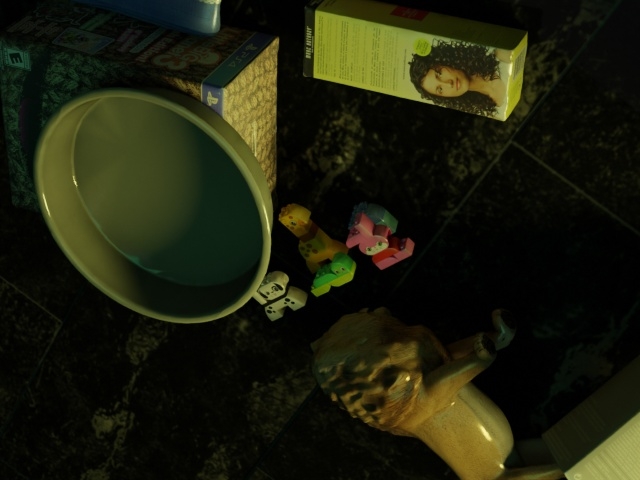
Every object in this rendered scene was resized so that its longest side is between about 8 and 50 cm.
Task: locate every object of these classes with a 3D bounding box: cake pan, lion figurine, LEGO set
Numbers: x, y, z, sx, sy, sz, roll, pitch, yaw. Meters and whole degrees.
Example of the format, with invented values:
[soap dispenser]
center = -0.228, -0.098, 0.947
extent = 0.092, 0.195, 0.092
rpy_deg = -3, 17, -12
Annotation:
[cake pan]
center = -0.178, -0.044, 1.579
extent = 0.293, 0.054, 0.293
rpy_deg = 13, 125, 19
[lion figurine]
center = 0.178, 0.220, 1.696
extent = 0.240, 0.142, 0.392
rpy_deg = -36, 98, 33
[LEGO set]
center = 0.000, 0.000, 1.679
extent = 0.227, 0.087, 0.093
rpy_deg = -28, 120, 37

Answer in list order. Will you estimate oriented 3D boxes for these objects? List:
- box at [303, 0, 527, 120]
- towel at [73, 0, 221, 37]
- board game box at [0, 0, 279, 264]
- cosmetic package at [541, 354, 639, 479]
[box]
center = 0.097, -0.198, 1.522
extent = 0.232, 0.058, 0.087
rpy_deg = 14, 126, 19
[towel]
center = -0.212, -0.391, 1.535
extent = 0.243, 0.040, 0.336
rpy_deg = 21, 130, 27
[board game box]
center = -0.207, -0.134, 1.664
extent = 0.291, 0.141, 0.232
rpy_deg = 14, 126, 19
[cosmetic package]
center = 0.362, 0.186, 1.529
extent = 0.238, 0.127, 0.107
rpy_deg = -38, 100, 7
